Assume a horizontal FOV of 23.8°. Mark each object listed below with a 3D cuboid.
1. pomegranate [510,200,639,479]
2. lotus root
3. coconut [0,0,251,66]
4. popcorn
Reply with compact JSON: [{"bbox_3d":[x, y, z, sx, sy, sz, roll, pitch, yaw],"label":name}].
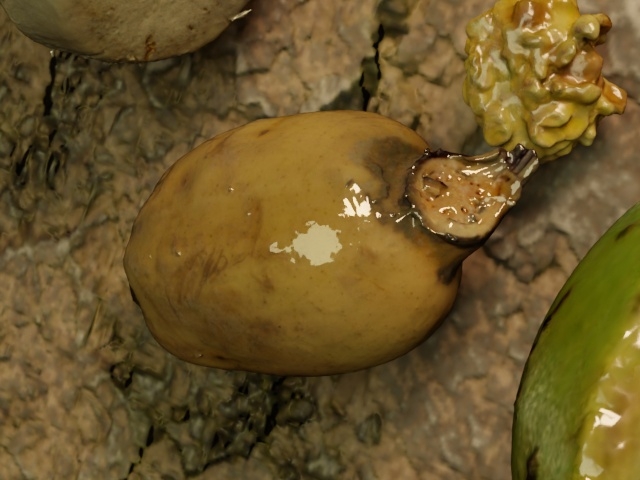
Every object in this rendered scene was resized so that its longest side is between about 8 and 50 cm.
[{"bbox_3d":[0.244,0.094,0.585,0.358,0.216,0.310,-39,72,-15],"label":"pomegranate"},{"bbox_3d":[0.000,0.000,0.726,0.221,0.118,0.125,-10,101,32],"label":"lotus root"},{"bbox_3d":[-0.103,-0.177,0.758,0.161,0.161,0.162,-37,56,17],"label":"coconut"},{"bbox_3d":[0.105,-0.077,0.718,0.083,0.057,0.082,23,98,19],"label":"popcorn"}]
